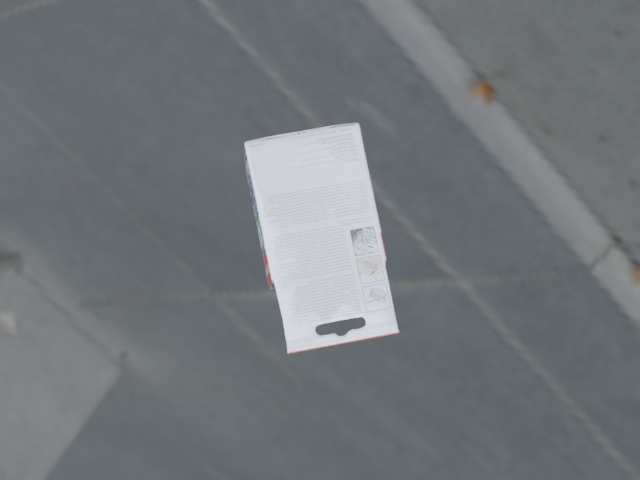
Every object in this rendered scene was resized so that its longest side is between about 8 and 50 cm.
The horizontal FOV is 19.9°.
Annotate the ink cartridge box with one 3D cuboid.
[{"bbox_3d":[0.000,0.000,0.956,0.063,0.115,0.029,-10,170,-7],"label":"ink cartridge box"}]
